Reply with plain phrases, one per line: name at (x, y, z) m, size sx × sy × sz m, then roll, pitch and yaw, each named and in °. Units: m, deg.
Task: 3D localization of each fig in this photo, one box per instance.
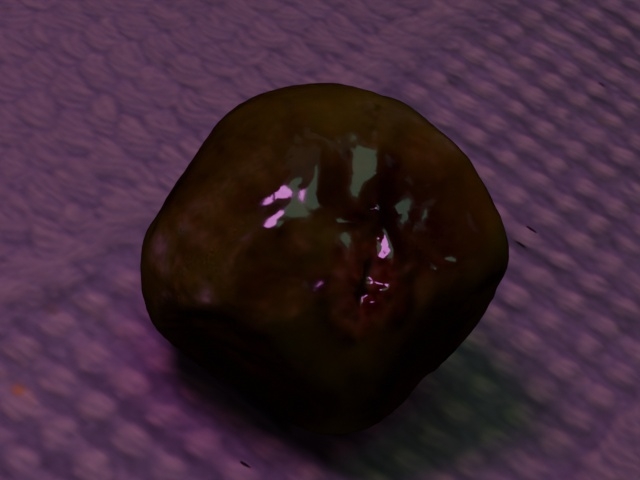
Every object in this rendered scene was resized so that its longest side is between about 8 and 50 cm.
fig at (0.000, 0.000, 0.783) m, size 0.154 × 0.144 × 0.166 m, roll -22°, pitch 35°, yaw 6°
